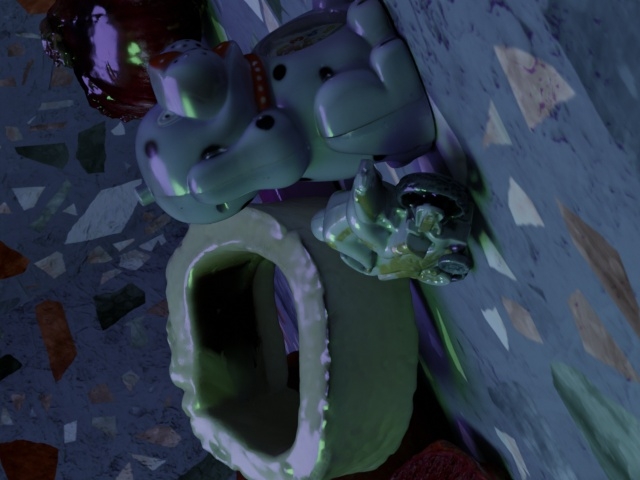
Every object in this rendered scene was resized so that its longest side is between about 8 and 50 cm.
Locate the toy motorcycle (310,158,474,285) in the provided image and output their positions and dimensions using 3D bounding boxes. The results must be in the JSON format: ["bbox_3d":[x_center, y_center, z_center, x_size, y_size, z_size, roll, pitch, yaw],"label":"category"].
[{"bbox_3d":[0.063,-0.013,1.236,0.228,0.151,0.074,73,-152,-70],"label":"toy motorcycle"}]

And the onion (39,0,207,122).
[{"bbox_3d":[-0.299,-0.322,2.056,0.314,0.232,0.314,169,90,-74],"label":"onion"}]

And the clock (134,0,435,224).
[{"bbox_3d":[-0.051,-0.106,1.231,0.189,0.254,0.189,158,90,-80],"label":"clock"}]

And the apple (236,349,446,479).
[{"bbox_3d":[0.030,0.296,1.856,0.288,0.288,0.317,-136,33,-65],"label":"apple"}]

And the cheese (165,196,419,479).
[{"bbox_3d":[-0.037,0.118,1.621,0.292,0.153,0.332,-1,93,46],"label":"cheese"}]

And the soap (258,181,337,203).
[{"bbox_3d":[-0.002,0.001,1.803,0.259,0.081,0.181,65,171,-10],"label":"soap"}]

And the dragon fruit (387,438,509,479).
[{"bbox_3d":[0.144,0.359,1.697,0.161,0.274,0.126,35,-160,-20],"label":"dragon fruit"}]
